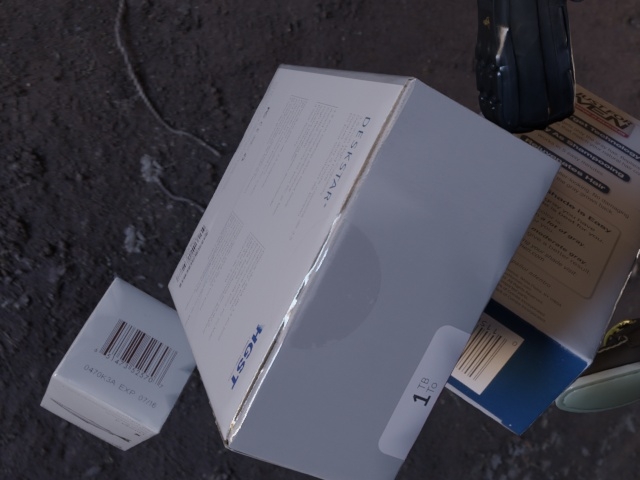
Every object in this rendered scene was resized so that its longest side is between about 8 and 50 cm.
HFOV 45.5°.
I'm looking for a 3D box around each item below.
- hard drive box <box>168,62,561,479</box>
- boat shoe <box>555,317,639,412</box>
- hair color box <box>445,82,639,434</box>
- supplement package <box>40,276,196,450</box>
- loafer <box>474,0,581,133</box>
[{"bbox_3d":[0.000,0.000,0.440,0.089,0.232,0.181,25,96,-21],"label":"hard drive box"},{"bbox_3d":[0.324,0.111,0.753,0.227,0.069,0.081,-10,144,-12],"label":"boat shoe"},{"bbox_3d":[0.179,-0.019,0.659,0.347,0.174,0.105,-44,165,-44],"label":"hair color box"},{"bbox_3d":[-0.191,0.126,0.732,0.105,0.179,0.105,31,62,-10],"label":"supplement package"},{"bbox_3d":[0.157,-0.190,0.569,0.078,0.076,0.223,-12,116,-7],"label":"loafer"}]
